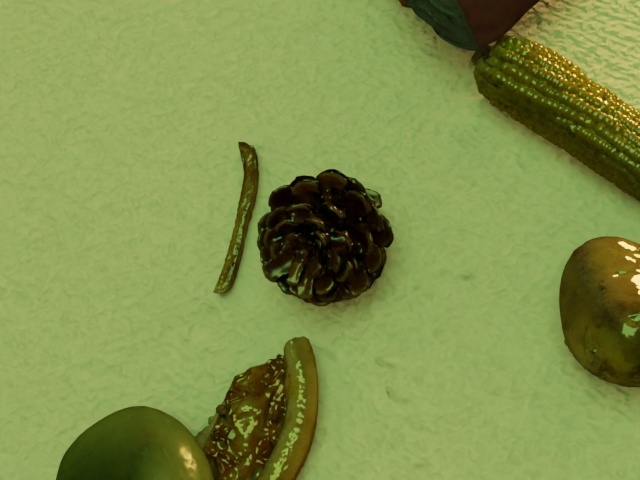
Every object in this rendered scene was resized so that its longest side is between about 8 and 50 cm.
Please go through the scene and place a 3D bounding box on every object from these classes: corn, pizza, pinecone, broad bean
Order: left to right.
[{"bbox_3d":[-0.215,0.325,1.346,0.238,0.119,0.291,8,80,43],"label":"broad bean"},{"bbox_3d":[-0.078,0.230,1.405,0.134,0.056,0.271,30,79,20],"label":"pizza"},{"bbox_3d":[0.000,0.000,1.415,0.174,0.173,0.173,-5,69,12],"label":"pinecone"},{"bbox_3d":[0.307,-0.138,1.438,0.320,0.097,0.097,39,82,21],"label":"corn"}]

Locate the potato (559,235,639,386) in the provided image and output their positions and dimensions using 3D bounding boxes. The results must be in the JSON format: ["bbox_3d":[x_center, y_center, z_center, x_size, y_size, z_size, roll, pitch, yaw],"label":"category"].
[{"bbox_3d":[0.326,0.080,1.332,0.137,0.137,0.176,-9,46,10],"label":"potato"}]

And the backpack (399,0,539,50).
[{"bbox_3d":[0.179,-0.399,1.514,0.283,0.197,0.317,-41,49,-6],"label":"backpack"}]

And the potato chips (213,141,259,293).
[{"bbox_3d":[-0.100,-0.029,1.527,0.037,0.026,0.204,2,71,17],"label":"potato chips"}]
